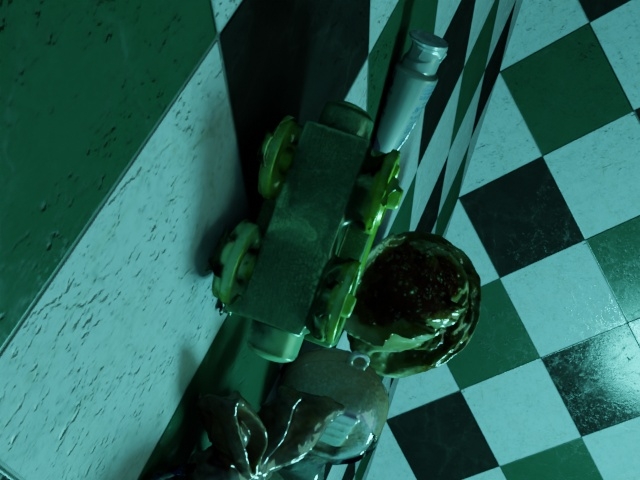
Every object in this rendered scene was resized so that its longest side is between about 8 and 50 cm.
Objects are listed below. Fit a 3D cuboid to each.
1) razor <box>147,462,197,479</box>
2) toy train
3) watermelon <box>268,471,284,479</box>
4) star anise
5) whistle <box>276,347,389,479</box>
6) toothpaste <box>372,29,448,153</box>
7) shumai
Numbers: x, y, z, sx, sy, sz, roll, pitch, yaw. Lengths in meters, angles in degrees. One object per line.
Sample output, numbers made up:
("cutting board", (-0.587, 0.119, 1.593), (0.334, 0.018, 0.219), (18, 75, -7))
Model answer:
("razor", (-0.186, 0.275, 0.808), (0.028, 0.044, 0.154), (60, 38, -15))
("toy train", (-0.009, -0.009, 0.839), (0.188, 0.159, 0.272), (37, 72, -83))
("watermelon", (-0.126, 0.491, 1.165), (0.310, 0.193, 0.232), (-55, -176, -8))
("star anise", (-0.087, 0.241, 0.970), (0.198, 0.111, 0.257), (-49, 156, 18))
("whistle", (-0.010, 0.302, 1.292), (0.348, 0.189, 0.189), (-61, 172, 25))
("toothpaste", (0.127, -0.195, 1.320), (0.114, 0.073, 0.299), (-50, 163, -57))
("shumai", (0.146, 0.079, 1.560), (0.288, 0.291, 0.330), (41, 55, -37))
